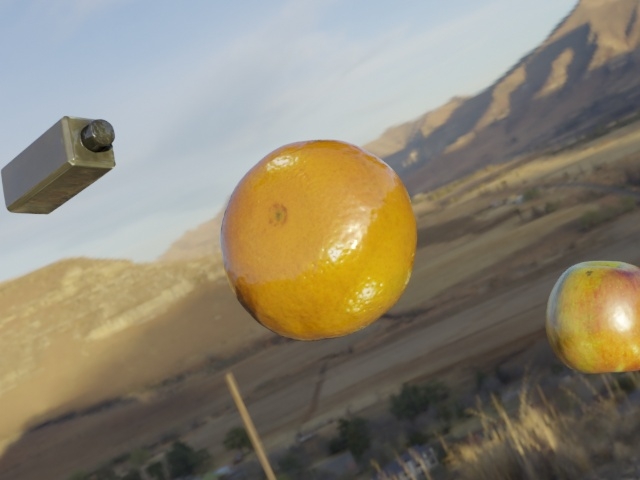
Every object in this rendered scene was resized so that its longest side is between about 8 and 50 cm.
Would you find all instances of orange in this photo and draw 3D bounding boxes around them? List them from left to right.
[{"bbox_3d":[0.000,0.000,0.703,0.156,0.156,0.124,-24,-26,20],"label":"orange"}]

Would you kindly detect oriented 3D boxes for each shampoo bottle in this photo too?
[{"bbox_3d":[-0.384,-0.114,1.361,0.080,0.079,0.246,0,-19,-45],"label":"shampoo bottle"}]

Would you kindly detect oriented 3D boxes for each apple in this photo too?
[{"bbox_3d":[0.449,0.120,1.442,0.196,0.195,0.196,-25,2,1],"label":"apple"}]
